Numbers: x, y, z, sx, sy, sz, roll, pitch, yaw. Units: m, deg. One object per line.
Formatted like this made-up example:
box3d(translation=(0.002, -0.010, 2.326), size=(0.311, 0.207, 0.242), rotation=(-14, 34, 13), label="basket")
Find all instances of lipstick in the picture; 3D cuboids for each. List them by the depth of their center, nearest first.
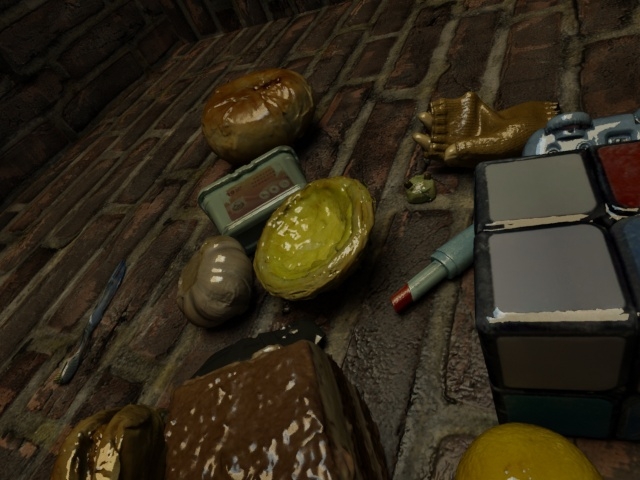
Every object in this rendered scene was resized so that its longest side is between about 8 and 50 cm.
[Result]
box3d(translation=(0.252, 0.056, 0.889), size=(0.274, 0.061, 0.068), rotation=(-36, 44, -9), label="lipstick")

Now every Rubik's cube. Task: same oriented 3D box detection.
box3d(translation=(0.397, 0.075, 0.606), size=(0.317, 0.318, 0.313), rotation=(-5, 45, 23), label="Rubik's cube")

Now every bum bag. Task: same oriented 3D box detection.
box3d(translation=(-0.140, 0.260, 0.880), size=(0.327, 0.079, 0.142), rotation=(-22, 38, 8), label="bum bag")

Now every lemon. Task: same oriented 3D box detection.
box3d(translation=(0.260, 0.330, 0.527), size=(0.187, 0.186, 0.244), rotation=(-8, 14, 21), label="lemon")

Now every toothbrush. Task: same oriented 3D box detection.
box3d(translation=(-0.644, 0.214, 1.223), size=(0.042, 0.035, 0.413), rotation=(-12, 44, 21), label="toothbrush")

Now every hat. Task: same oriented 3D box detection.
box3d(translation=(0.253, -0.137, 1.085), size=(0.077, 0.059, 0.076), rotation=(-6, 50, 16), label="hat")

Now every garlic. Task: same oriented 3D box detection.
box3d(translation=(-0.247, 0.103, 1.033), size=(0.228, 0.152, 0.227), rotation=(-21, 61, 43), label="garlic")

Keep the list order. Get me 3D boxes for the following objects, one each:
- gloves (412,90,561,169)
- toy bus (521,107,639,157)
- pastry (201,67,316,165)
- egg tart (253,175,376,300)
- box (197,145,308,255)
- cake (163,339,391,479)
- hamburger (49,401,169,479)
box3d(translation=(0.408, -0.257, 1.048), size=(0.357, 0.155, 0.203), rotation=(4, 56, 11), label="gloves")
box3d(translation=(0.532, -0.117, 0.804), size=(0.295, 0.232, 0.197), rotation=(-4, 83, 22), label="toy bus")
box3d(translation=(-0.205, -0.415, 1.460), size=(0.410, 0.245, 0.409), rotation=(-12, 46, 13), label="pastry")
box3d(translation=(0.000, 0.000, 0.987), size=(0.346, 0.132, 0.345), rotation=(-25, 44, 27), label="egg tart")
box3d(translation=(-0.161, -0.100, 1.196), size=(0.312, 0.175, 0.182), rotation=(-31, 51, -4), label="box")
box3d(translation=(-0.047, 0.321, 0.620), size=(0.256, 0.290, 0.282), rotation=(-24, 39, 2), label="cake")
box3d(translation=(-0.318, 0.402, 0.688), size=(0.145, 0.283, 0.259), rotation=(-11, 64, 4), label="hamburger")
